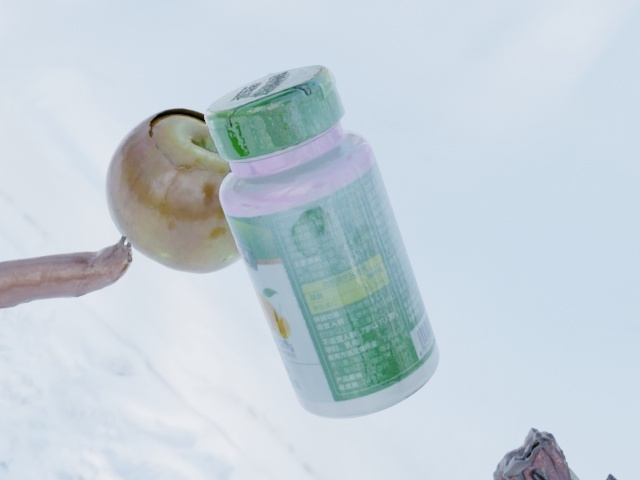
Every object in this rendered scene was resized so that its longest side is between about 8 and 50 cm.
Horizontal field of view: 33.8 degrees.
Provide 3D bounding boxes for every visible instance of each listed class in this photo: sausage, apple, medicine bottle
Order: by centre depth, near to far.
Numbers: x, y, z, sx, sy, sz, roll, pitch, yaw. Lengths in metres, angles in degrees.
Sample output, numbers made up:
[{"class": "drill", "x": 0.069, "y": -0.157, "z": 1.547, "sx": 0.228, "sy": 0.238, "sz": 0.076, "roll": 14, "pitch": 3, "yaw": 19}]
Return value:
[{"class": "sausage", "x": -0.215, "y": 0.027, "z": 0.794, "sx": 0.158, "sy": 0.042, "sz": 0.036, "roll": -10, "pitch": 0, "yaw": 12}, {"class": "medicine bottle", "x": 0.000, "y": 0.000, "z": 0.865, "sx": 0.133, "sy": 0.274, "sz": 0.133, "roll": -17, "pitch": 19, "yaw": 6}, {"class": "apple", "x": -0.174, "y": -0.073, "z": 1.466, "sx": 0.237, "sy": 0.207, "sz": 0.237, "roll": 31, "pitch": 20, "yaw": -12}]

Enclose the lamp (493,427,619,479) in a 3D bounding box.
[{"class": "lamp", "x": 0.273, "y": 0.287, "z": 1.015, "sx": 0.151, "sy": 0.223, "sz": 0.215, "roll": -34, "pitch": 57, "yaw": -18}]
